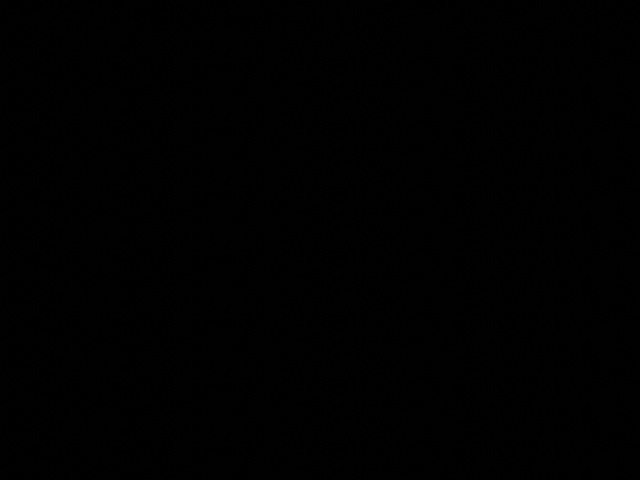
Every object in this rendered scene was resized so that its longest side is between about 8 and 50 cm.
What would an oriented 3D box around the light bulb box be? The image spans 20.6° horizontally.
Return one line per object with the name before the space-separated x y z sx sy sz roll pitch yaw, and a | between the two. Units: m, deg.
light bulb box | 0.000 0.000 0.167 0.225 0.358 0.361 13 -6 -4
